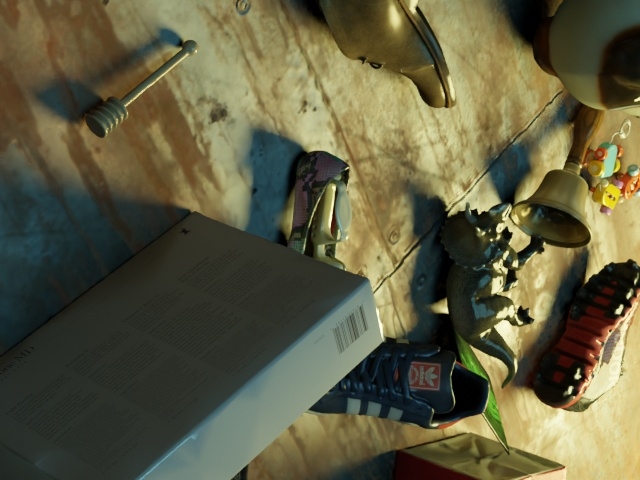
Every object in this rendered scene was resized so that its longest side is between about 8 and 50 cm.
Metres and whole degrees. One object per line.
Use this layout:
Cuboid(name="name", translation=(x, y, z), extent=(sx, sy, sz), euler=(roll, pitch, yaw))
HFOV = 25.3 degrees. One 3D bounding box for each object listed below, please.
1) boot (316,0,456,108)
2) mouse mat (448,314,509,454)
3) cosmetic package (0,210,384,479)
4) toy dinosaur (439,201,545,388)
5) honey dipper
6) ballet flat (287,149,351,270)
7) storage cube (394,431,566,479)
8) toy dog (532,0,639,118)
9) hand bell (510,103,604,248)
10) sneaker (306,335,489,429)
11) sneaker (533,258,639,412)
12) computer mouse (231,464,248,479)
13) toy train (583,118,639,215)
Cuboid(name="boot", translation=(0.081, -0.253, 1.767), extent=(0.115, 0.112, 0.305), euler=(-32, 140, 4))
Cuboid(name="mouse mat", translation=(0.233, 0.211, 2.091), extent=(0.007, 0.152, 0.190), euler=(-21, 136, 12))
Cuboid(name="cosmetic package", translation=(-0.163, 0.137, 1.498), extent=(0.377, 0.284, 0.097), euler=(-39, 133, -30))
Cuboid(name="toy dinosaur", translation=(0.233, 0.065, 2.053), extent=(0.160, 0.121, 0.313), euler=(-12, 120, -31))
Cuboid(name="honey dipper", translation=(-0.189, -0.169, 1.539), extent=(0.161, 0.030, 0.030), euler=(-46, 135, -30))
Cuboid(name="ballet flat", translation=(0.000, 0.000, 1.774), extent=(0.077, 0.079, 0.221), euler=(-10, 113, -46))
Cuboid(name="storage cube", translation=(0.230, 0.410, 2.101), extent=(0.183, 0.215, 0.193), euler=(-4, 103, -46))
Cuboid(name="toy dog", translation=(0.486, -0.359, 2.004), extent=(0.408, 0.284, 0.395), euler=(-58, 138, -9))
Cuboid(name="hand bell", translation=(0.381, -0.123, 2.144), extent=(0.126, 0.126, 0.242), euler=(49, 56, -46))
Cuboid(name="sneaker", translation=(0.087, 0.173, 1.858), extent=(0.350, 0.148, 0.131), euler=(14, 78, -45))
Cuboid(name="sneaker", translation=(0.451, 0.163, 2.321), extent=(0.135, 0.097, 0.276), euler=(40, 78, -48))
Cuboid(name="computer mouse", translation=(-0.146, 0.291, 1.600), extent=(0.188, 0.072, 0.272), euler=(-28, 135, -39))
Cuboid(name="toy train", translation=(0.461, -0.114, 2.258), extent=(0.125, 0.046, 0.166), euler=(-50, 139, -22))
